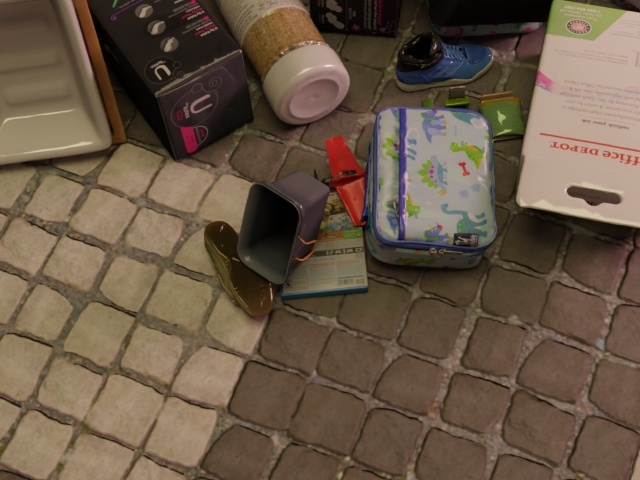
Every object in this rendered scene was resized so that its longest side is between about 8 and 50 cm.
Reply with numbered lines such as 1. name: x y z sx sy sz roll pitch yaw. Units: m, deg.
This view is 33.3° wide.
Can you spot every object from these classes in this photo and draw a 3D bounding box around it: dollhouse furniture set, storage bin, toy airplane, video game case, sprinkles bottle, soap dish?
1. dollhouse furniture set: 0.222 -0.185 1.541 0.151 0.058 0.076 -7 60 1
2. storage bin: -0.038 -0.023 1.409 0.098 0.135 0.091 32 42 21
3. toy airplane: 0.064 -0.092 1.504 0.151 0.028 0.151 3 61 -6
4. video game case: 0.000 0.000 1.479 0.119 0.015 0.166 -6 60 2
5. sprinkles bottle: -0.083 -0.340 1.618 0.121 0.121 0.355 -24 61 -9
6. soap dish: -0.418 -0.254 1.518 0.229 0.291 0.118 -8 40 1

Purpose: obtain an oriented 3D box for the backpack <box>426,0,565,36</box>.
1. backpack: 0.250 -0.436 1.604 0.225 0.191 0.254 -6 67 -8

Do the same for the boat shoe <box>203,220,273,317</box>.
1. boat shoe: -0.114 0.044 1.452 0.056 0.048 0.153 -25 67 -27

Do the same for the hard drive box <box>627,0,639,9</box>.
1. hard drive box: 0.552 -0.420 1.613 0.232 0.089 0.181 37 70 14

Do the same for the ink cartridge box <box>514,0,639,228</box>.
1. ink cartridge box: 0.386 -0.149 1.471 0.207 0.119 0.353 12 61 10

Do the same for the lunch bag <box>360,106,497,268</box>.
1. lunch bag: 0.145 -0.073 1.447 0.176 0.090 0.219 6 66 -3

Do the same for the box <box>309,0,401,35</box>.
1. box: 0.070 -0.464 1.653 0.142 0.163 0.247 8 61 6

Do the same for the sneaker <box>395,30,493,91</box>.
1. sneaker: 0.185 -0.273 1.579 0.152 0.084 0.058 -12 60 -2

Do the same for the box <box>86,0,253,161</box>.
1. box: -0.232 -0.281 1.572 0.143 0.165 0.270 -31 62 -13
